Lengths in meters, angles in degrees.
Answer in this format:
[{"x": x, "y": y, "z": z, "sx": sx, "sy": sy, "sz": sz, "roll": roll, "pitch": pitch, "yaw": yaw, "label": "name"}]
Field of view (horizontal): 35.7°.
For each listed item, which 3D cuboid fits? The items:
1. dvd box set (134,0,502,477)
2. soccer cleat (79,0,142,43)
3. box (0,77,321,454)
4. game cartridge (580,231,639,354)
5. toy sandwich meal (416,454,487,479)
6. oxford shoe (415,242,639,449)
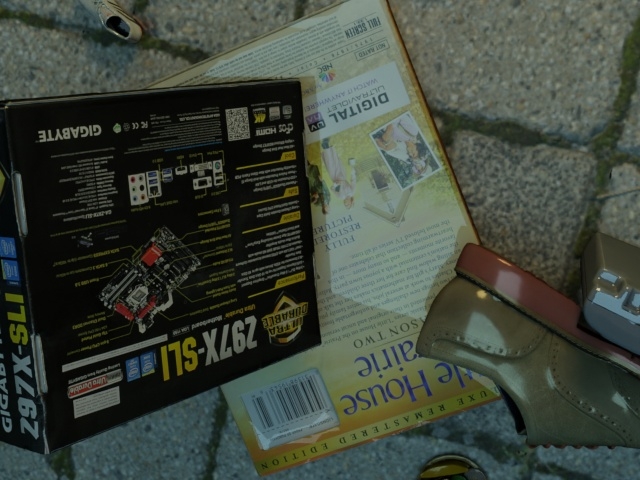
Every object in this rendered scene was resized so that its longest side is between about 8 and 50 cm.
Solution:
[{"x": 0.000, "y": 0.000, "z": 1.001, "sx": 0.307, "sy": 0.062, "sz": 0.420, "roll": -22, "pitch": 96, "yaw": 13, "label": "dvd box set"}, {"x": -0.216, "y": -0.231, "z": 1.007, "sx": 0.083, "sy": 0.035, "sz": 0.029, "roll": 42, "pitch": 105, "yaw": 0, "label": "soccer cleat"}, {"x": -0.133, "y": 0.001, "z": 0.831, "sx": 0.079, "sy": 0.322, "sz": 0.257, "roll": 6, "pitch": 104, "yaw": 39, "label": "box"}, {"x": 0.370, "y": 0.092, "z": 0.882, "sx": 0.297, "sy": 0.198, "sz": 0.062, "roll": 27, "pitch": 104, "yaw": 7, "label": "game cartridge"}, {"x": 0.135, "y": 0.265, "z": 1.045, "sx": 0.085, "sy": 0.029, "sz": 0.086, "roll": 2, "pitch": 101, "yaw": 10, "label": "toy sandwich meal"}, {"x": 0.244, "y": 0.147, "z": 0.921, "sx": 0.348, "sy": 0.123, "sz": 0.130, "roll": 35, "pitch": 89, "yaw": -3, "label": "oxford shoe"}]
